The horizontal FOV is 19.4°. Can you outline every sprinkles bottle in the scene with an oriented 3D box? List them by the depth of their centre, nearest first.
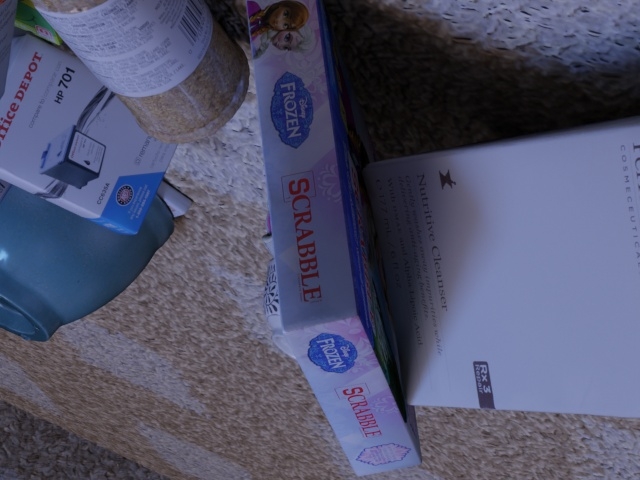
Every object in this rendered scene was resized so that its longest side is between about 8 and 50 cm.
[{"bbox_3d":[-0.178,-0.213,1.570,0.121,0.121,0.355,19,162,30],"label":"sprinkles bottle"}]

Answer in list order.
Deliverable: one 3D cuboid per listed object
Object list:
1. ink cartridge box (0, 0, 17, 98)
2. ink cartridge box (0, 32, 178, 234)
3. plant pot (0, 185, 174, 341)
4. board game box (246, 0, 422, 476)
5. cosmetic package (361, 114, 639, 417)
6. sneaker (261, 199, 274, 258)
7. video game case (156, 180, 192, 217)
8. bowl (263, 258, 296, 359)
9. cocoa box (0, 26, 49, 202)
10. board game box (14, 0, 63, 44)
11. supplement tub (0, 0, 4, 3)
[{"bbox_3d":[-0.416,-0.300,1.663,0.308,0.091,0.385,21,130,3],"label":"ink cartridge box"},{"bbox_3d":[-0.250,-0.107,1.897,0.190,0.140,0.082,26,174,-22],"label":"ink cartridge box"},{"bbox_3d":[-0.348,-0.005,2.206,0.293,0.196,0.293,27,161,10],"label":"plant pot"},{"bbox_3d":[0.014,-0.003,1.599,0.066,0.319,0.318,-11,152,7],"label":"board game box"},{"bbox_3d":[0.208,0.016,1.431,0.385,0.156,0.217,-9,93,62],"label":"cosmetic package"},{"bbox_3d":[0.000,0.000,1.946,0.111,0.103,0.252,29,155,14],"label":"sneaker"},{"bbox_3d":[-0.261,-0.080,2.223,0.190,0.022,0.173,36,160,-17],"label":"video game case"},{"bbox_3d":[-0.007,0.100,2.221,0.170,0.080,0.170,27,162,10],"label":"bowl"},{"bbox_3d":[-0.480,-0.162,2.018,0.347,0.228,0.231,9,152,46],"label":"cocoa box"},{"bbox_3d":[-0.293,-0.262,1.773,0.092,0.043,0.181,25,161,15],"label":"board game box"},{"bbox_3d":[-0.313,-0.317,1.291,0.338,0.207,0.207,51,158,-6],"label":"supplement tub"}]
